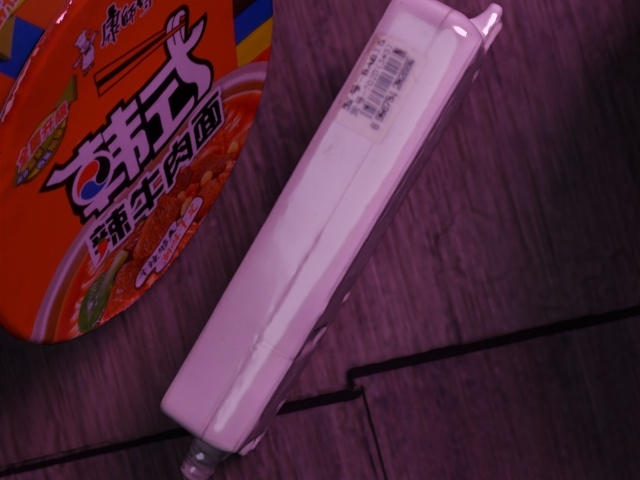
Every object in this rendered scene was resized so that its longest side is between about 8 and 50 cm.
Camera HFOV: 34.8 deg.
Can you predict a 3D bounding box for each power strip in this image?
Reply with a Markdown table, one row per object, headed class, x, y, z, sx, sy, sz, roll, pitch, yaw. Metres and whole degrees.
| class | x | y | z | sx | sy | sz | roll | pitch | yaw |
| --- | --- | --- | --- | --- | --- | --- | --- | --- | --- |
| power strip | 0.000 | 0.000 | 0.613 | 0.058 | 0.098 | 0.338 | 31 | 97 | 8 |

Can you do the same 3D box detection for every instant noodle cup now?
| class | x | y | z | sx | sy | sz | roll | pitch | yaw |
| --- | --- | --- | --- | --- | --- | --- | --- | --- | --- |
| instant noodle cup | -0.172 | -0.094 | 0.580 | 0.192 | 0.250 | 0.250 | 28 | 97 | 17 |
